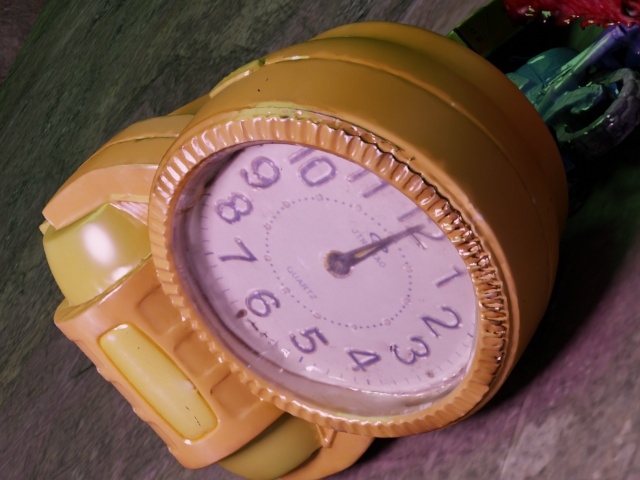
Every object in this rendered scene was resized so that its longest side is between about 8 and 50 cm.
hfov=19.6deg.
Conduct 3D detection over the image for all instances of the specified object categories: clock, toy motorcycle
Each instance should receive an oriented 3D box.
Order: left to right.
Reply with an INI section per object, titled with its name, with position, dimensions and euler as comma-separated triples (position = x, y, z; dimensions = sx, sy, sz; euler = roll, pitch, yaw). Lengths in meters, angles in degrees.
[clock]
position = 0.000, 0.000, 1.088
dimensions = 0.317, 0.244, 0.200
euler = -28, 20, 46
[toy motorcycle]
position = 0.138, -0.077, 1.138
dimensions = 0.205, 0.076, 0.114
euler = -21, 32, 56

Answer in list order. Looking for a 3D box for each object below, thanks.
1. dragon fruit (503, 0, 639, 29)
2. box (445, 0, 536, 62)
[dragon fruit]
position = 0.131, -0.244, 1.032
dimensions = 0.240, 0.330, 0.302
euler = -48, 24, 18
[box]
position = 0.093, -0.120, 1.245
dimensions = 0.121, 0.030, 0.193
euler = -42, -2, 33
